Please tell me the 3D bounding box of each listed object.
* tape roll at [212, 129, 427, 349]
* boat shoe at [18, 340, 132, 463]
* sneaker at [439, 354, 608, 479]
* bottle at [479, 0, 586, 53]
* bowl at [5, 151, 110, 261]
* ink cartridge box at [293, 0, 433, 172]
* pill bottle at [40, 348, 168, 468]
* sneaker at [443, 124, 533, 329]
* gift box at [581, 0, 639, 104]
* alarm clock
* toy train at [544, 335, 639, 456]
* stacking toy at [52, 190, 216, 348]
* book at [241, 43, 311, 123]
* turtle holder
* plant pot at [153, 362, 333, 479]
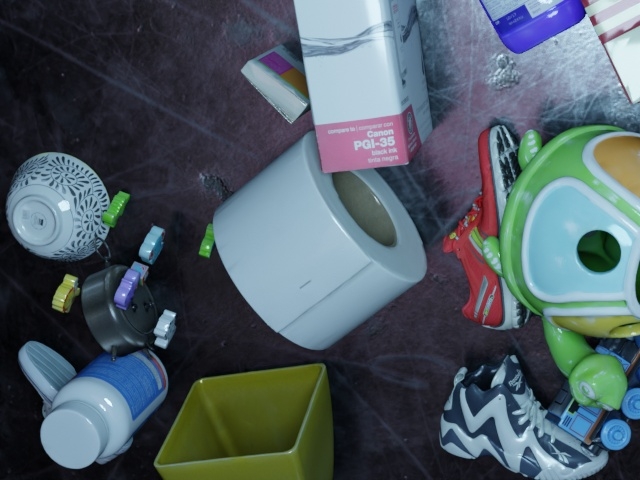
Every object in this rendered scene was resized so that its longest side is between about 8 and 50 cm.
[{"bbox_3d":[0.000,0.000,1.713,0.169,0.246,0.246,-37,94,23],"label":"tape roll"},{"bbox_3d":[-0.393,0.258,1.990,0.076,0.083,0.226,-42,93,22],"label":"boat shoe"},{"bbox_3d":[0.283,0.235,1.784,0.234,0.094,0.153,13,119,22],"label":"sneaker"},{"bbox_3d":[0.222,-0.378,1.613,0.118,0.092,0.283,-27,97,27],"label":"bottle"},{"bbox_3d":[-0.401,-0.039,1.903,0.170,0.080,0.170,4,107,14],"label":"bowl"},{"bbox_3d":[0.054,-0.248,1.639,0.117,0.207,0.283,-5,106,16],"label":"ink cartridge box"},{"bbox_3d":[-0.317,0.242,1.889,0.124,0.221,0.124,4,107,14],"label":"pill bottle"},{"bbox_3d":[0.218,-0.013,1.726,0.118,0.107,0.279,2,104,28],"label":"sneaker"},{"bbox_3d":[0.421,-0.328,1.475,0.258,0.255,0.276,-24,97,17],"label":"gift box"},{"bbox_3d":[-0.294,0.082,1.890,0.064,0.129,0.192,-25,78,20],"label":"alarm clock"},{"bbox_3d":[0.385,0.196,1.725,0.105,0.080,0.184,33,88,-10],"label":"toy train"},{"bbox_3d":[-0.255,0.035,1.826,0.166,0.221,0.052,20,147,7],"label":"stacking toy"},{"bbox_3d":[-0.043,-0.213,1.712,0.096,0.144,0.035,42,113,1],"label":"book"},{"bbox_3d":[0.338,0.025,1.582,0.243,0.227,0.320,31,93,-32],"label":"turtle holder"},{"bbox_3d":[-0.086,0.324,1.867,0.212,0.212,0.187,-9,116,18],"label":"plant pot"}]
